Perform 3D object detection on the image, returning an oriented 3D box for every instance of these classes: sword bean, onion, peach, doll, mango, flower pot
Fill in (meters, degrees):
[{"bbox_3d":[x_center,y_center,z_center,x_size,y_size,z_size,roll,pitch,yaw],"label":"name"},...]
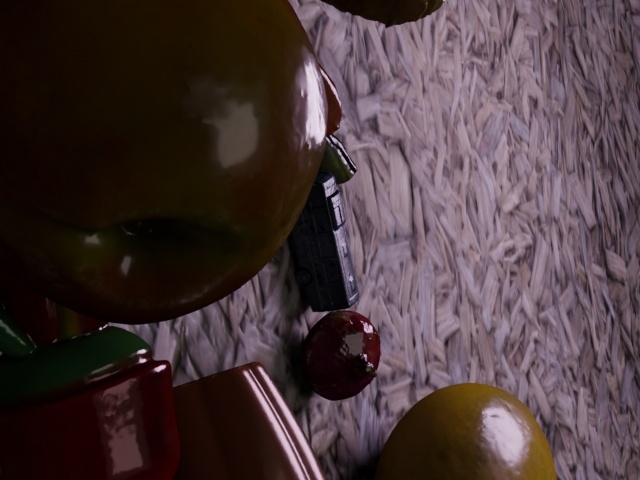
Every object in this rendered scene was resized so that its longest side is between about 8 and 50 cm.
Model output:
[{"bbox_3d":[-0.022,-0.164,2.257,0.269,0.038,0.043,61,33,-39],"label":"sword bean"},{"bbox_3d":[0.025,0.134,2.215,0.107,0.097,0.107,-23,122,-44],"label":"onion"},{"bbox_3d":[-0.146,-0.103,1.489,0.308,0.307,0.332,52,25,-49],"label":"peach"},{"bbox_3d":[-0.202,0.157,1.628,0.182,0.160,0.363,-21,103,-66],"label":"doll"},{"bbox_3d":[0.165,0.360,2.292,0.445,0.220,0.301,-67,153,-57],"label":"mango"},{"bbox_3d":[-0.092,0.215,1.852,0.190,0.190,0.173,-12,85,-66],"label":"flower pot"}]

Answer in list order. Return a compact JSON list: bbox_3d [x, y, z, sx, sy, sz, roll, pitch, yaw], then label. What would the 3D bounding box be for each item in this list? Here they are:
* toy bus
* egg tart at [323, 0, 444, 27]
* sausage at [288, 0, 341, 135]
[{"bbox_3d":[0.000,0.000,2.228,0.047,0.065,0.166,-41,122,-60],"label":"toy bus"},{"bbox_3d":[-0.005,-0.409,1.913,0.178,0.443,0.443,-45,135,-14],"label":"egg tart"},{"bbox_3d":[-0.071,-0.227,2.084,0.094,0.097,0.348,-41,136,-9],"label":"sausage"}]
